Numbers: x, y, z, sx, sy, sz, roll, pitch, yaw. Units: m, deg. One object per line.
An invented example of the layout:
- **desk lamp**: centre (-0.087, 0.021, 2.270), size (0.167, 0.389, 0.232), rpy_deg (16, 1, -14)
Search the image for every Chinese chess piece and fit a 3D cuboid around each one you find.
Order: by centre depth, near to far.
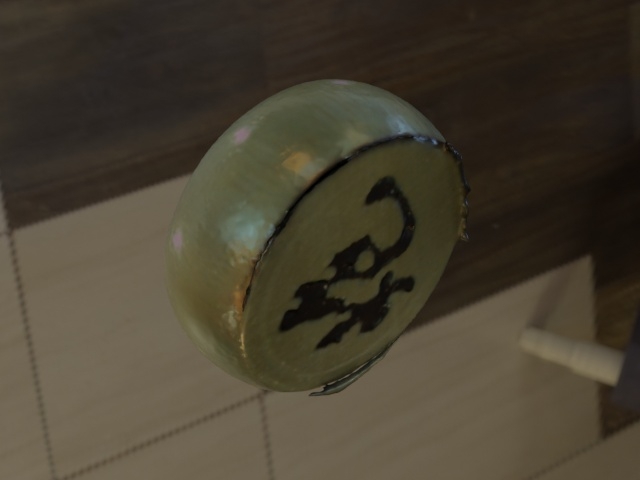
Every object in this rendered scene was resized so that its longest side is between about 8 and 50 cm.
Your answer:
- **Chinese chess piece**: centre (0.000, 0.000, 1.676), size (0.349, 0.146, 0.349), rpy_deg (-29, 139, -29)
